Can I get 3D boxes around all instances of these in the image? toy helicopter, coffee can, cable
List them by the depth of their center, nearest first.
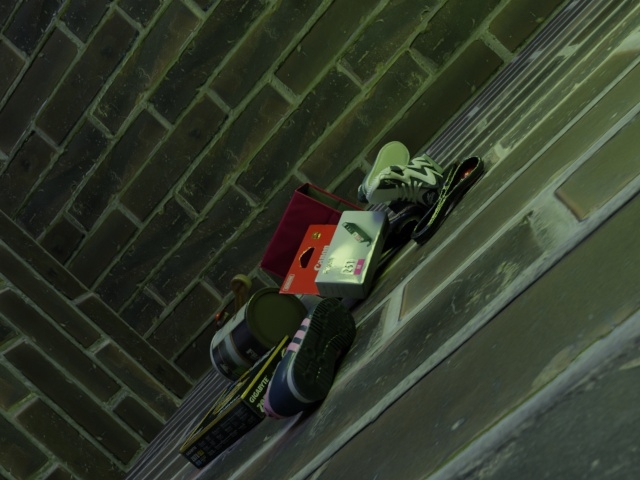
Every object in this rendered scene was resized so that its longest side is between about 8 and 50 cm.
[{"bbox_3d":[0.318,-0.100,1.469,0.140,0.072,0.287,-17,38,50],"label":"cable"},{"bbox_3d":[-0.179,0.284,1.794,0.275,0.201,0.201,-45,3,46],"label":"coffee can"},{"bbox_3d":[-0.322,0.289,2.435,0.140,0.235,0.354,-51,-34,-57],"label":"toy helicopter"}]

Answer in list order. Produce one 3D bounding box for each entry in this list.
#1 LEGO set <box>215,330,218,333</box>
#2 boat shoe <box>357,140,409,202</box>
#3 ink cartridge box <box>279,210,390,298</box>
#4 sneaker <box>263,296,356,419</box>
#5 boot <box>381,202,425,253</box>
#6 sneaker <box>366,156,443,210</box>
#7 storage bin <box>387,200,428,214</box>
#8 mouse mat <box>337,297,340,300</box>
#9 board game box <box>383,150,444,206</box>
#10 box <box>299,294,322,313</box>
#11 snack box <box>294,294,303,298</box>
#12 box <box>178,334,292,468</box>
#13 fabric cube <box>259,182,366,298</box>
[{"bbox_3d":[-0.259,0.324,2.170,0.254,0.192,0.331,-61,7,-3],"label":"LEGO set"},{"bbox_3d":[0.226,-0.251,2.254,0.099,0.116,0.319,-40,13,50],"label":"boat shoe"},{"bbox_3d":[0.036,0.029,1.602,0.239,0.060,0.275,2,43,22],"label":"ink cartridge box"},{"bbox_3d":[-0.027,0.223,1.204,0.131,0.112,0.319,-43,3,29],"label":"sneaker"},{"bbox_3d":[0.200,-0.016,1.674,0.198,0.077,0.137,-47,7,21],"label":"boot"},{"bbox_3d":[0.247,-0.130,1.626,0.235,0.153,0.094,-21,-43,-35],"label":"sneaker"},{"bbox_3d":[0.284,-0.128,1.819,0.122,0.084,0.180,-48,3,-9],"label":"storage bin"},{"bbox_3d":[0.030,0.198,1.875,0.189,0.007,0.152,-47,2,-39],"label":"mouse mat"},{"bbox_3d":[0.332,-0.212,2.236,0.224,0.097,0.303,-47,1,13],"label":"board game box"},{"bbox_3d":[-0.075,0.256,2.070,0.063,0.067,0.324,-46,3,37],"label":"box"},{"bbox_3d":[-0.104,0.263,2.386,0.174,0.070,0.207,-51,3,-42],"label":"snack box"},{"bbox_3d":[-0.198,0.411,1.569,0.322,0.079,0.257,-45,1,36],"label":"box"},{"bbox_3d":[0.000,0.000,1.886,0.258,0.259,0.254,-64,-1,12],"label":"fabric cube"}]
